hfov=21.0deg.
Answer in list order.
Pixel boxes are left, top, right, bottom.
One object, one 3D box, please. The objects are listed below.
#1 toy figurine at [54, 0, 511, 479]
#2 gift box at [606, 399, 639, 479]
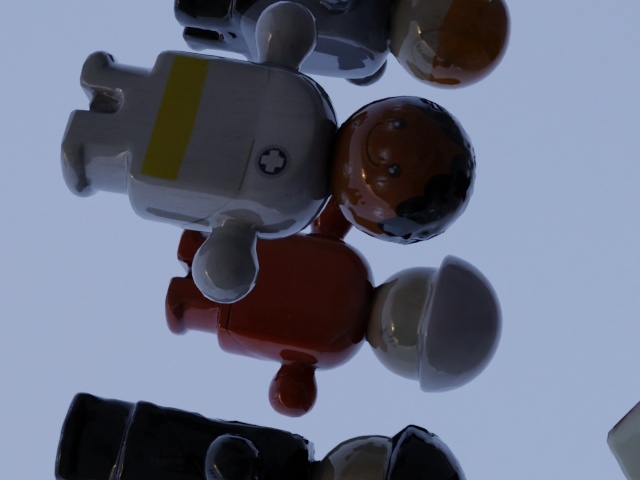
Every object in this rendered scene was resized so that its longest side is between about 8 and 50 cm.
[{"bbox_3d":[0.000,0.000,0.653,0.148,0.210,0.213,10,-154,9],"label":"toy figurine"},{"bbox_3d":[0.220,0.088,0.366,0.276,0.258,0.255,35,-77,-21],"label":"gift box"}]
